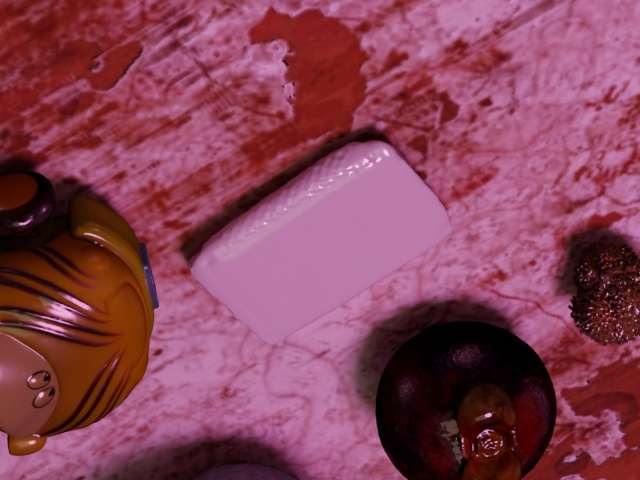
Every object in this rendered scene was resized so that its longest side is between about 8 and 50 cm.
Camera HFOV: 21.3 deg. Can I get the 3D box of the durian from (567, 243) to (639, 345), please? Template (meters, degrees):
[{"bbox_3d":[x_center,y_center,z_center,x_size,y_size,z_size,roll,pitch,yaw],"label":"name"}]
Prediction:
[{"bbox_3d":[0.229,0.042,1.338,0.080,0.080,0.091,-30,159,11],"label":"durian"}]

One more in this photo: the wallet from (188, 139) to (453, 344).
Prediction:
[{"bbox_3d":[0.000,0.000,1.276,0.183,0.032,0.124,-34,129,12],"label":"wallet"}]

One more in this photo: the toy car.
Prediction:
[{"bbox_3d":[-0.236,0.073,1.200,0.248,0.142,0.200,-14,132,0],"label":"toy car"}]

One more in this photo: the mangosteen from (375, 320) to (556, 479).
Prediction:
[{"bbox_3d":[0.118,0.141,1.350,0.152,0.152,0.152,-7,131,-9],"label":"mangosteen"}]

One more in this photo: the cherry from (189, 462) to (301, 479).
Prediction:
[{"bbox_3d":[-0.072,0.317,1.385,0.218,0.296,0.255,32,119,-3],"label":"cherry"}]
